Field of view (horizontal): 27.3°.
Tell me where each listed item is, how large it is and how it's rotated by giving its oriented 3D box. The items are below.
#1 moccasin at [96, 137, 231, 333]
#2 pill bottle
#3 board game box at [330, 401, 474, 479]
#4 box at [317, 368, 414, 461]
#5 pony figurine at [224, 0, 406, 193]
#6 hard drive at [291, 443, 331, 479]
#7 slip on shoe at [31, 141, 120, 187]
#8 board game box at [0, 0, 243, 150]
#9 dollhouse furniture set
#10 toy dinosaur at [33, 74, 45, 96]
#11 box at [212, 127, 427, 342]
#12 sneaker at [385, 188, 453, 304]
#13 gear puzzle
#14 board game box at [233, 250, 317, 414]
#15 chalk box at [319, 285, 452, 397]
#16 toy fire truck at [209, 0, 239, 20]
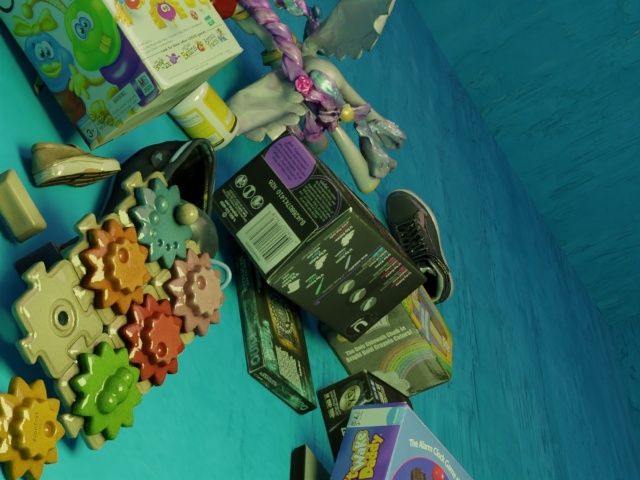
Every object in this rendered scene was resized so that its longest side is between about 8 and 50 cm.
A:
[{"bbox_3d":[-0.169,-0.008,1.380,0.138,0.117,0.342,50,23,-37],"label":"moccasin"},{"bbox_3d":[-0.163,-0.175,1.719,0.116,0.065,0.065,50,22,-39],"label":"pill bottle"},{"bbox_3d":[0.126,0.387,1.584,0.347,0.078,0.233,50,46,-36],"label":"board game box"},{"bbox_3d":[0.081,0.282,1.743,0.147,0.077,0.180,39,30,-54],"label":"box"},{"bbox_3d":[-0.015,-0.241,1.970,0.363,0.303,0.351,51,-5,-36],"label":"pony figurine"},{"bbox_3d":[0.008,0.321,1.573,0.135,0.022,0.094,54,20,-28],"label":"hard drive"},{"bbox_3d":[-0.254,-0.081,1.359,0.135,0.051,0.041,-12,79,-64],"label":"slip on shoe"},{"bbox_3d":[-0.239,-0.261,1.388,0.275,0.142,0.144,57,41,-2],"label":"board game box"},{"bbox_3d":[-0.254,-0.023,1.247,0.114,0.091,0.081,59,3,-4],"label":"dollhouse furniture set"},{"bbox_3d":[-0.283,-0.253,1.504,0.118,0.064,0.268,67,20,-13],"label":"toy dinosaur"},{"bbox_3d":[0.000,0.000,1.725,0.165,0.143,0.270,53,7,32],"label":"box"},{"bbox_3d":[0.170,0.012,2.361,0.226,0.086,0.163,66,15,3],"label":"sneaker"},{"bbox_3d":[-0.186,0.078,1.160,0.339,0.044,0.175,-51,126,-48],"label":"gear puzzle"},{"bbox_3d":[-0.059,0.115,1.668,0.126,0.026,0.186,44,26,-44],"label":"board game box"},{"bbox_3d":[0.086,0.113,1.908,0.213,0.132,0.132,58,19,-20],"label":"chalk box"},{"bbox_3d":[-0.186,-0.357,1.808,0.217,0.158,0.246,44,38,-48],"label":"toy fire truck"}]
